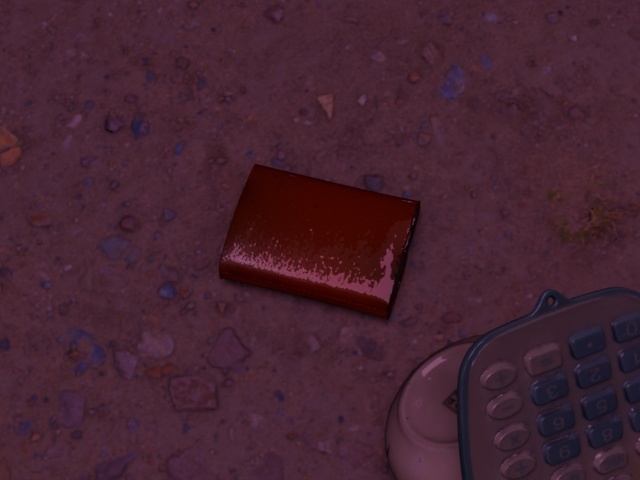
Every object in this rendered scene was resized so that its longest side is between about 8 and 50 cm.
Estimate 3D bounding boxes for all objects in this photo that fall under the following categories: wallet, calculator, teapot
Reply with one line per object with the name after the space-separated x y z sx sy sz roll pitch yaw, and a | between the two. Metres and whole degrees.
0.000 0.000 2.110 0.204 0.045 0.142 13 73 12 | wallet
0.259 0.226 1.859 0.256 0.054 0.386 -18 110 -18 | calculator
0.188 0.191 1.966 0.299 0.166 0.208 -34 28 -14 | teapot
